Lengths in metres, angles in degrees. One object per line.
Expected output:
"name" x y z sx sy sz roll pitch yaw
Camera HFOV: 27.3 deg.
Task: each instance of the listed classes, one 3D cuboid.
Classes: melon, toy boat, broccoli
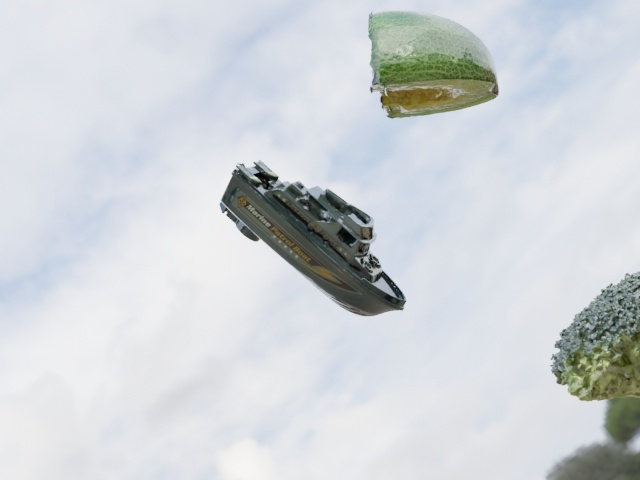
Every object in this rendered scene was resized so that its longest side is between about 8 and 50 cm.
"melon" 0.155 -0.251 1.795 0.169 0.129 0.265 -4 -6 7
"toy boat" 0.001 -0.004 1.788 0.122 0.296 0.114 -54 -8 17
"broccoli" 0.540 0.242 2.126 0.275 0.353 0.397 -27 -48 -61
